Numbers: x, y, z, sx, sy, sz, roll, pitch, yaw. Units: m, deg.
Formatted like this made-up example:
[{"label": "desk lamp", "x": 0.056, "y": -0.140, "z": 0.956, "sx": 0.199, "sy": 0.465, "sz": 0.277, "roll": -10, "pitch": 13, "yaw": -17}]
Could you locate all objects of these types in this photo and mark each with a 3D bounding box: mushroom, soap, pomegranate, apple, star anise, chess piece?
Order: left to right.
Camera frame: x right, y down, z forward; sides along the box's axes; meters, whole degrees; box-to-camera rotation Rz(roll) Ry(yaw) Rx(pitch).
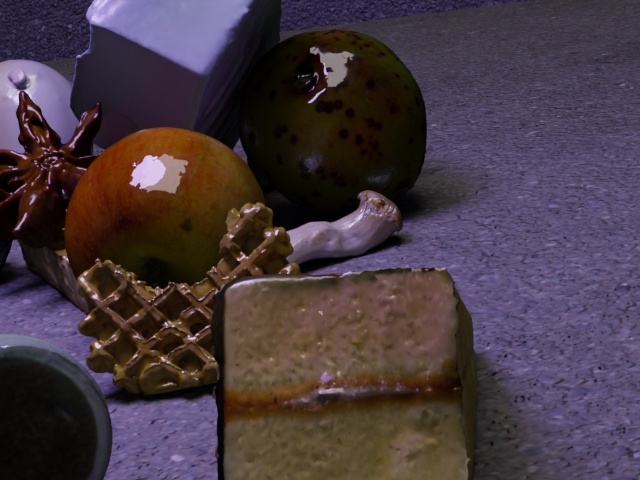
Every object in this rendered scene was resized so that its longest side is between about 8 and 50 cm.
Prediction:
[{"label": "chess piece", "x": -0.253, "y": 0.131, "z": 0.963, "sx": 0.139, "sy": 0.139, "sz": 0.271, "roll": -16, "pitch": 7, "yaw": -25}, {"label": "star anise", "x": -0.294, "y": -0.061, "z": 1.423, "sx": 0.212, "sy": 0.111, "sz": 0.196, "roll": 28, "pitch": 50, "yaw": 15}, {"label": "apple", "x": -0.142, "y": -0.004, "z": 1.225, "sx": 0.195, "sy": 0.196, "sz": 0.196, "roll": -8, "pitch": 16, "yaw": 2}, {"label": "soap", "x": -0.165, "y": -0.207, "z": 1.586, "sx": 0.156, "sy": 0.261, "sz": 0.446, "roll": 29, "pitch": -10, "yaw": 2}, {"label": "mushroom", "x": -0.002, "y": 0.000, "z": 1.383, "sx": 0.202, "sy": 0.054, "sz": 0.059, "roll": -21, "pitch": 21, "yaw": -24}, {"label": "pomegranate", "x": 0.046, "y": -0.131, "z": 1.565, "sx": 0.285, "sy": 0.231, "sz": 0.231, "roll": 13, "pitch": -3, "yaw": -44}]

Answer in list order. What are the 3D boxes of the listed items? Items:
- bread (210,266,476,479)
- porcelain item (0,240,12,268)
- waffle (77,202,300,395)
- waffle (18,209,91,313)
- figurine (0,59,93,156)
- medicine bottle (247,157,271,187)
[{"label": "bread", "x": 0.036, "y": 0.124, "z": 0.952, "sx": 0.167, "sy": 0.163, "sz": 0.264, "roll": -6, "pitch": -15, "yaw": 12}, {"label": "porcelain item", "x": -0.489, "y": 0.000, "z": 1.519, "sx": 0.288, "sy": 0.138, "sz": 0.186, "roll": 7, "pitch": 32, "yaw": 31}, {"label": "waffle", "x": -0.109, "y": 0.051, "z": 1.107, "sx": 0.194, "sy": 0.149, "sz": 0.051, "roll": -10, "pitch": -15, "yaw": 8}, {"label": "waffle", "x": -0.224, "y": 0.008, "z": 1.454, "sx": 0.168, "sy": 0.057, "sz": 0.274, "roll": -16, "pitch": 18, "yaw": -25}, {"label": "figurine", "x": -0.497, "y": -0.089, "z": 1.778, "sx": 0.394, "sy": 0.227, "sz": 0.274, "roll": -18, "pitch": 46, "yaw": -11}, {"label": "medicine bottle", "x": 0.011, "y": -0.118, "z": 1.769, "sx": 0.220, "sy": 0.061, "sz": 0.092, "roll": -12, "pitch": -3, "yaw": -13}]
